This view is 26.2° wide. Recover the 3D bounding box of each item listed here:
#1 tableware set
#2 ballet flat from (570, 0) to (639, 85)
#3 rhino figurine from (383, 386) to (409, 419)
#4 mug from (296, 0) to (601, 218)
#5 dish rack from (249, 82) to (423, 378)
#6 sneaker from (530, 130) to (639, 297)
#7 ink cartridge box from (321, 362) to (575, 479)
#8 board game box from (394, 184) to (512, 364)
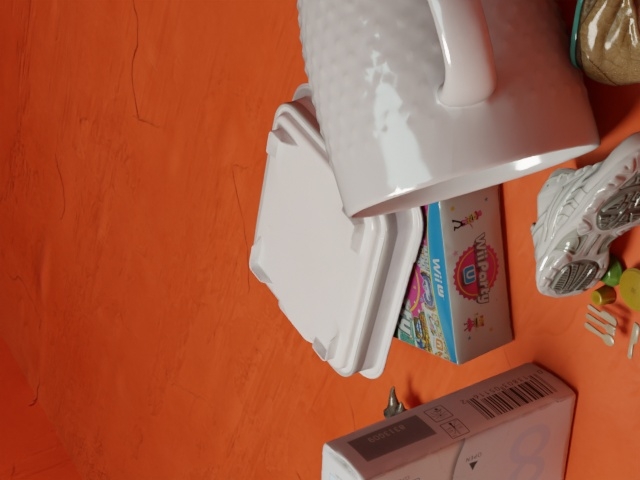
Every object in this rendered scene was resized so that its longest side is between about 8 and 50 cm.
[{"bbox_3d":[0.346,0.080,1.468,0.154,0.024,0.104,36,131,47],"label":"tableware set"},{"bbox_3d":[0.300,-0.300,1.265,0.124,0.116,0.342,16,121,32],"label":"ballet flat"},{"bbox_3d":[0.140,0.313,1.873,0.106,0.073,0.243,-22,85,63],"label":"rhino figurine"},{"bbox_3d":[0.113,-0.219,1.388,0.374,0.276,0.328,75,179,-87],"label":"mug"},{"bbox_3d":[0.000,0.000,1.752,0.285,0.072,0.332,49,144,34],"label":"dish rack"},{"bbox_3d":[0.278,-0.047,1.446,0.232,0.090,0.115,-58,39,43],"label":"sneaker"},{"bbox_3d":[0.148,0.363,1.655,0.091,0.308,0.385,36,135,47],"label":"ink cartridge box"},{"bbox_3d":[0.103,0.003,1.744,0.303,0.098,0.224,19,123,53],"label":"board game box"}]
